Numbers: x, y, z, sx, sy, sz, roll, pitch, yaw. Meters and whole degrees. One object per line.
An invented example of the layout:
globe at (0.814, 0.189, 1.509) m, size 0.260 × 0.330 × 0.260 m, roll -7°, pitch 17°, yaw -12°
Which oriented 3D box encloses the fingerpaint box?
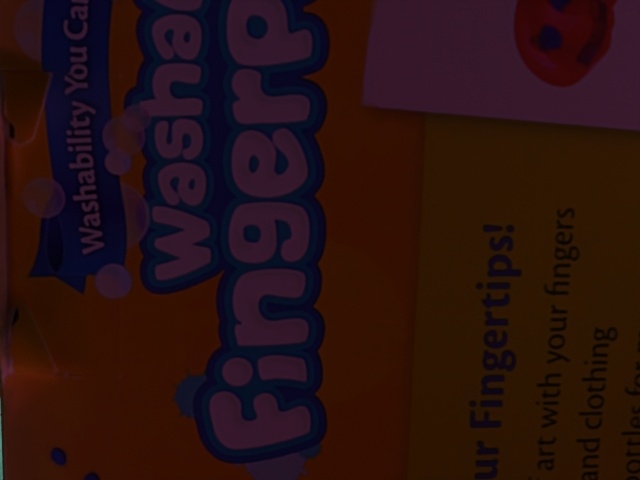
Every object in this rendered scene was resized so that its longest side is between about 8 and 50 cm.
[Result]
fingerpaint box at (0.079, -0.026, 0.558) m, size 0.371 × 0.445 × 0.163 m, roll -1°, pitch 18°, yaw -6°
